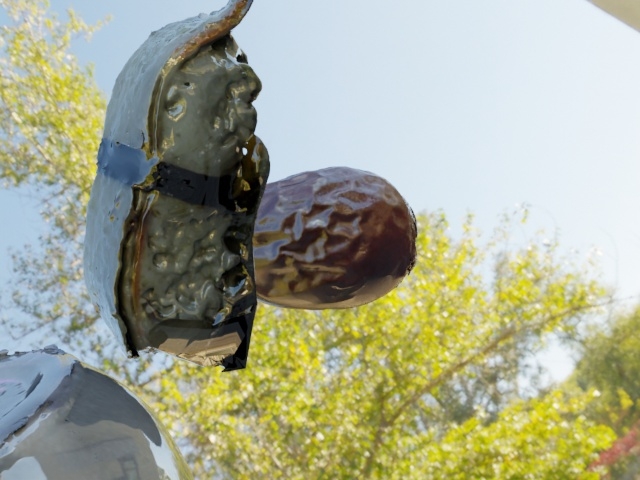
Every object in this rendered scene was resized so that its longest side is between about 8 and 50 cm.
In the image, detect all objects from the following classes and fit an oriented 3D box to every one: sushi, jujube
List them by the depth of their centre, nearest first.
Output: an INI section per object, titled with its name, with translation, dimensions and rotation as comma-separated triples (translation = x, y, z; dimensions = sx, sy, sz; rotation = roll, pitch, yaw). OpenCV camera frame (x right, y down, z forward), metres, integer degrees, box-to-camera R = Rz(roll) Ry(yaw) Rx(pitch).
[sushi]
translation = -0.104, -0.047, 0.449
dimensions = 0.109, 0.134, 0.273
rotation = -5, -58, -29
[jujube]
translation = 0.000, 0.000, 0.833
dimensions = 0.243, 0.183, 0.183
rotation = -5, -31, 3

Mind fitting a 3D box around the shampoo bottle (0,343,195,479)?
[shampoo bottle]
translation = -0.187, 0.222, 0.368
dimensions = 0.273, 0.273, 0.266
rotation = -28, -73, -29
